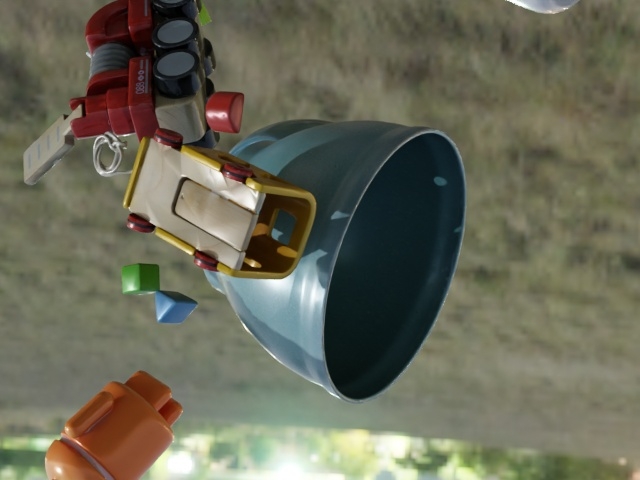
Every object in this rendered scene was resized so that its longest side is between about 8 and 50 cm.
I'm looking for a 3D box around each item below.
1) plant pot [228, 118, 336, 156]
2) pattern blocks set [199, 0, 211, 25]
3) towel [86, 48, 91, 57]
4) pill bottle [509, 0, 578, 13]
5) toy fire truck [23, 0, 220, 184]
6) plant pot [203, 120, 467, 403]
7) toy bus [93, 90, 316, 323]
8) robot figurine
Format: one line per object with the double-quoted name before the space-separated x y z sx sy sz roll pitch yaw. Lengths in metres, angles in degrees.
"plant pot" -0.042 -0.053 2.058 0.290 0.290 0.195 -2 163 28
"pattern blocks set" -0.250 -0.461 2.276 0.026 0.285 0.325 -30 -175 -3
"towel" -0.278 -0.320 2.262 0.113 0.152 0.023 32 169 24
"pill bottle" 0.115 -0.414 1.543 0.408 0.229 0.229 28 -179 23
"toy fire truck" -0.249 -0.176 1.740 0.246 0.217 0.158 -9 135 2
"plant pot" 0.000 0.000 1.535 0.196 0.293 0.293 19 179 27
"toy bus" -0.099 -0.036 1.371 0.191 0.202 0.104 -28 158 35
"robot figurine" -0.291 0.286 2.035 0.128 0.219 0.158 43 160 2
